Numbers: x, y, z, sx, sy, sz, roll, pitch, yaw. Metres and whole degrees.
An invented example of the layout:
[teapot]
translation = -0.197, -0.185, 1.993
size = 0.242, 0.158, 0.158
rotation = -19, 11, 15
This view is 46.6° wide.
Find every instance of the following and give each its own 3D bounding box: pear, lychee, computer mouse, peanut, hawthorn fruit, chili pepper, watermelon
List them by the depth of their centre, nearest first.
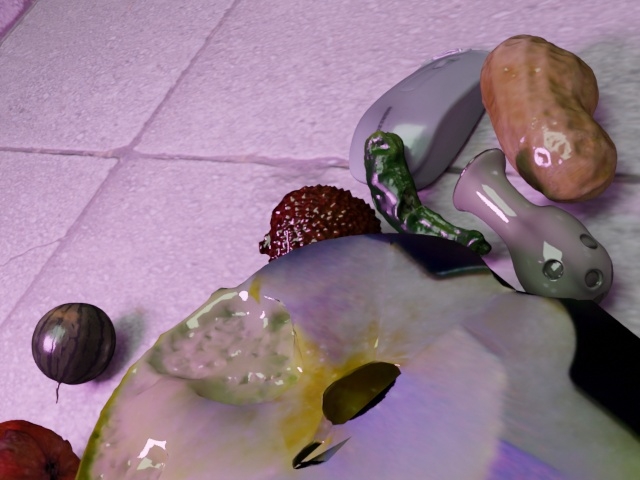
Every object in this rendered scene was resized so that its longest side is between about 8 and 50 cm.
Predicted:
[pear]
translation = 0.033, 0.175, 0.521
size = 0.399, 0.165, 0.399
rotation = -12, 34, 8
[peanut]
translation = 0.220, -0.123, 0.720
size = 0.108, 0.095, 0.226
rotation = -23, 43, 19
[chili pepper]
translation = 0.097, -0.034, 0.749
size = 0.182, 0.050, 0.073
rotation = 50, 123, 28
[lychee]
translation = 0.000, -0.001, 0.790
size = 0.129, 0.123, 0.123
rotation = -15, 46, 21
[hawthorn fruit]
translation = -0.352, 0.283, 0.813
size = 0.179, 0.173, 0.173
rotation = -2, 54, 40
[computer mouse]
translation = 0.117, -0.151, 0.860
size = 0.128, 0.079, 0.231
rotation = 9, 59, 44
[watermelon]
translation = -0.322, 0.145, 0.960
size = 0.105, 0.105, 0.133
rotation = -4, 66, 40

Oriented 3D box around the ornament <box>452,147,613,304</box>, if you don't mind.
[ornament]
translation = 0.185, -0.005, 0.638
size = 0.081, 0.075, 0.156
rotation = -18, 52, -27
